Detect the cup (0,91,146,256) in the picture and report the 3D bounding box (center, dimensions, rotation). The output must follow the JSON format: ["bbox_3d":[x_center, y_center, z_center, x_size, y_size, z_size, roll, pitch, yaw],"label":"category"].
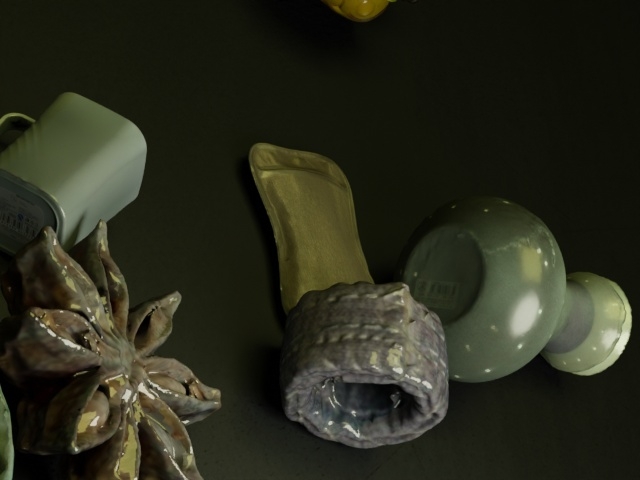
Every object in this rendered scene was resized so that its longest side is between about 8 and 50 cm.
[{"bbox_3d":[-0.231,-0.058,1.308,0.128,0.095,0.129,28,41,10],"label":"cup"}]

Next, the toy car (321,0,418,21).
[{"bbox_3d":[0.030,-0.330,1.716,0.200,0.142,0.248,41,31,-8],"label":"toy car"}]

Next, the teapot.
[{"bbox_3d":[0.198,0.063,1.535,0.251,0.183,0.183,19,47,-44],"label":"teapot"}]

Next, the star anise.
[{"bbox_3d":[-0.182,0.108,1.209,0.223,0.109,0.236,54,24,-32],"label":"star anise"}]

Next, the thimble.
[{"bbox_3d":[0.038,0.108,1.368,0.150,0.150,0.097,26,47,-23],"label":"thimble"}]

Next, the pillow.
[{"bbox_3d":[0.000,0.000,1.507,0.130,0.033,0.217,9,53,-40],"label":"pillow"}]

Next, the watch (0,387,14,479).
[{"bbox_3d":[-0.332,0.122,1.043,0.253,0.162,0.241,50,33,3],"label":"watch"}]
